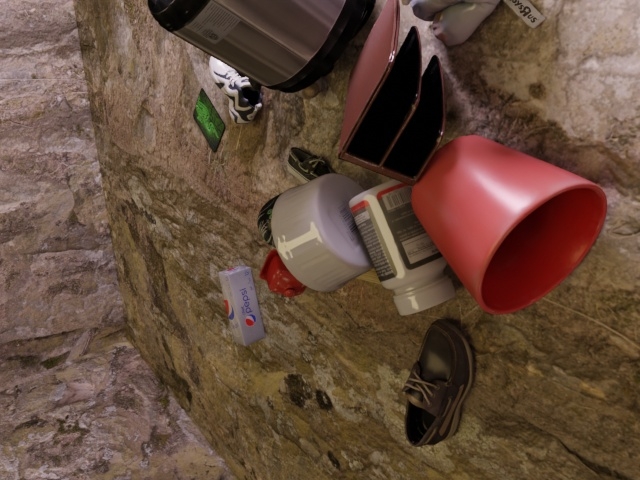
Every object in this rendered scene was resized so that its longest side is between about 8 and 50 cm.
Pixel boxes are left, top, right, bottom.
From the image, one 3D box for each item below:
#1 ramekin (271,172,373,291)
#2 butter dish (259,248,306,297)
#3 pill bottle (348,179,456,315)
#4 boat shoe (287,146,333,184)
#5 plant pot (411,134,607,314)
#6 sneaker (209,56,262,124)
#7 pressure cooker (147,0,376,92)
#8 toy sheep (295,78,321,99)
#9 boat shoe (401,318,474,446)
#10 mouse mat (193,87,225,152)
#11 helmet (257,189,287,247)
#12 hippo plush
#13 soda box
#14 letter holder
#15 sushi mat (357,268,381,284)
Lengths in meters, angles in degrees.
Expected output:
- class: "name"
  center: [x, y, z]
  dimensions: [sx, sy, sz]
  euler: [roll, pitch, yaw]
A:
- class: "ramekin"
  center: [0.030, -0.026, 1.260]
  dimensions: [0.135, 0.277, 0.277]
  euler: [-25, 85, 39]
- class: "butter dish"
  center: [-0.094, 0.117, 1.575]
  dimensions: [0.160, 0.160, 0.118]
  euler: [118, 155, -46]
- class: "pill bottle"
  center: [0.186, 0.013, 1.178]
  dimensions: [0.161, 0.161, 0.283]
  euler: [-27, 84, 54]
- class: "boat shoe"
  center: [-0.022, -0.194, 1.428]
  dimensions: [0.219, 0.077, 0.070]
  euler: [35, 133, 41]
- class: "plant pot"
  center: [0.308, -0.048, 0.927]
  dimensions: [0.243, 0.274, 0.275]
  euler: [52, 142, 41]
- class: "sneaker"
  center: [-0.243, -0.479, 1.574]
  dimensions: [0.153, 0.094, 0.235]
  euler: [-14, 94, 53]
- class: "pressure cooker"
  center: [-0.106, -0.524, 1.118]
  dimensions: [0.370, 0.420, 0.376]
  euler: [36, 102, 51]
- class: "toy sheep"
  center: [-0.042, -0.414, 1.348]
  dimensions: [0.132, 0.091, 0.091]
  euler: [63, 146, 34]
- class: "boat shoe"
  center: [0.272, 0.359, 1.249]
  dimensions: [0.132, 0.130, 0.356]
  euler: [24, 124, 45]
- class: "mouse mat"
  center: [-0.402, -0.430, 1.879]
  dimensions: [0.190, 0.007, 0.153]
  euler: [59, 143, 17]
- class: "helmet"
  center: [-0.105, -0.052, 1.542]
  dimensions: [0.161, 0.169, 0.169]
  euler: [-46, 68, 30]
- class: "hippo plush"
  center: [0.205, -0.440, 0.881]
  dimensions: [0.294, 0.236, 0.234]
  euler: [51, 140, 25]
- class: "soda box"
  center: [-0.296, 0.244, 1.969]
  dimensions: [0.091, 0.098, 0.287]
  euler: [4, 109, 52]
- class: "letter holder"
  center: [0.152, -0.292, 0.960]
  dimensions: [0.302, 0.152, 0.214]
  euler: [-81, 14, -45]
- class: "sushi mat"
  center: [0.109, 0.038, 1.410]
  dimensions: [0.316, 0.019, 0.152]
  euler: [10, 112, 50]
